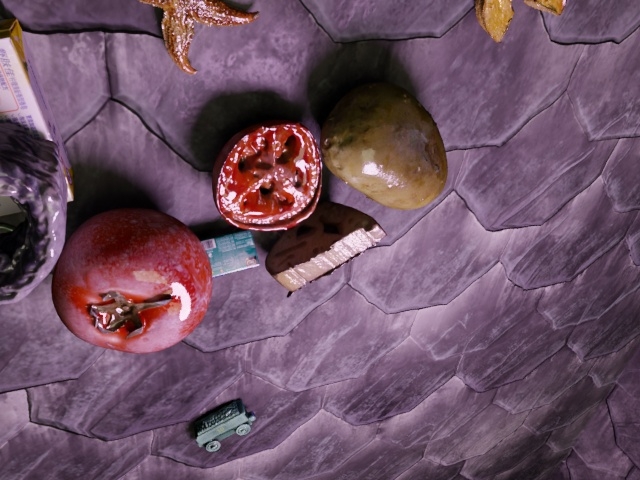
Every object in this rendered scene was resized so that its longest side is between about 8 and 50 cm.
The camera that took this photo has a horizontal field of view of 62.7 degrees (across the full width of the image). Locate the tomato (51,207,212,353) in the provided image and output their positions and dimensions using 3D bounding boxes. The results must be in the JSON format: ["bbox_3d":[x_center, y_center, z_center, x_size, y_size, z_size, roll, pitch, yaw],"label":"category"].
[{"bbox_3d":[-0.325,0.066,0.940,0.271,0.227,0.270,-2,121,-3],"label":"tomato"}]

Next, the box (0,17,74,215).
[{"bbox_3d":[-0.482,-0.168,0.765,0.169,0.097,0.265,-16,131,-15],"label":"box"}]

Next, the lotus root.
[{"bbox_3d":[0.000,0.000,1.095,0.261,0.170,0.074,-35,127,15],"label":"lotus root"}]

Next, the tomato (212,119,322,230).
[{"bbox_3d":[-0.103,-0.128,0.992,0.228,0.101,0.227,-17,128,-24],"label":"tomato"}]

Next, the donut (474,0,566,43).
[{"bbox_3d":[0.370,-0.469,0.982,0.181,0.078,0.146,-24,131,0],"label":"donut"}]

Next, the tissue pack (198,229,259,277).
[{"bbox_3d":[-0.194,0.027,1.082,0.111,0.079,0.085,-15,95,-18],"label":"tissue pack"}]

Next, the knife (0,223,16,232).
[{"bbox_3d":[-0.610,0.050,0.926,0.054,0.015,0.212,29,108,-39],"label":"knife"}]

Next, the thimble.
[{"bbox_3d":[-0.458,-0.032,0.712,0.245,0.157,0.217,-44,133,10],"label":"thimble"}]

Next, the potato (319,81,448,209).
[{"bbox_3d":[0.131,-0.172,1.016,0.308,0.173,0.210,34,74,-40],"label":"potato"}]

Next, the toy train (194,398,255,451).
[{"bbox_3d":[-0.263,0.498,1.417,0.172,0.070,0.099,-27,125,-4],"label":"toy train"}]

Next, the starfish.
[{"bbox_3d":[-0.201,-0.368,0.793,0.228,0.043,0.240,-10,131,-19],"label":"starfish"}]
